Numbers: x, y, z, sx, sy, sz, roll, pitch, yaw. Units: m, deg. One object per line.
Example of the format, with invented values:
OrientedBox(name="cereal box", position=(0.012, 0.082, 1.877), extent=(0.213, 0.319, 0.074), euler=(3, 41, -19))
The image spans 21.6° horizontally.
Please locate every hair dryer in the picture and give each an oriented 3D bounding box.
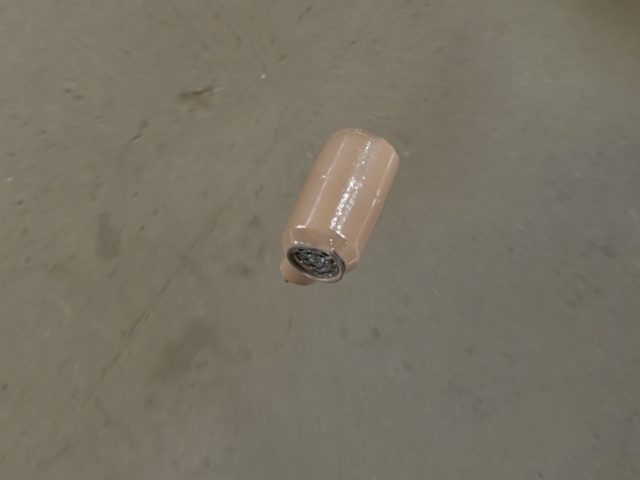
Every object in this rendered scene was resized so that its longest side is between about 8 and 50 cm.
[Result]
OrientedBox(name="hair dryer", position=(0.000, 0.000, 1.345), extent=(0.064, 0.181, 0.117), euler=(26, 59, -2))
